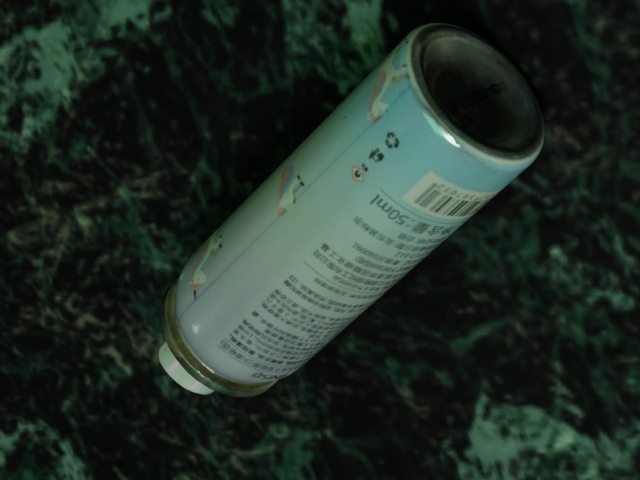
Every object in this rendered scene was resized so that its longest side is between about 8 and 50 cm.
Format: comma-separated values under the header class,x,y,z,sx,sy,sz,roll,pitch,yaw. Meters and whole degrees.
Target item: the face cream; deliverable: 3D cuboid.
class,x,y,z,sx,sy,sz,roll,pitch,yaw
face cream,0.000,0.000,0.827,0.075,0.075,0.229,52,129,6
